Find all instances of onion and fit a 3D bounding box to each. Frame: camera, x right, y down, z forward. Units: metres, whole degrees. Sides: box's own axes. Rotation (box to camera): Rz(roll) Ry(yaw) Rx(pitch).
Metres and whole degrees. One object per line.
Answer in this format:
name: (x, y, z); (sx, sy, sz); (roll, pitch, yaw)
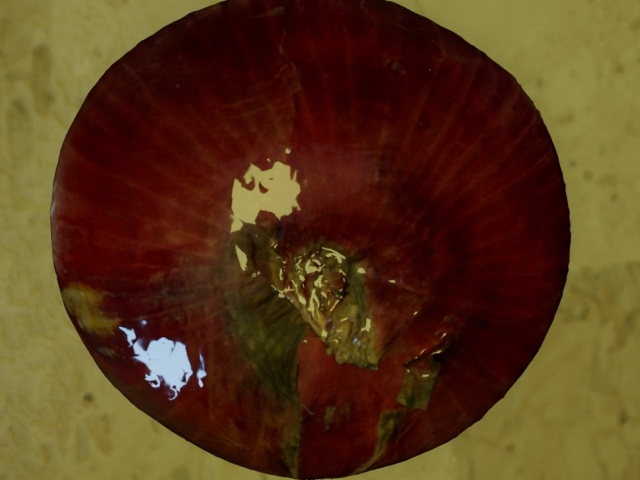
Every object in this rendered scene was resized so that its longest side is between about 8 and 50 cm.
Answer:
onion: (-0.001, -0.004, 0.597); (0.248, 0.161, 0.248); (2, 76, -9)
